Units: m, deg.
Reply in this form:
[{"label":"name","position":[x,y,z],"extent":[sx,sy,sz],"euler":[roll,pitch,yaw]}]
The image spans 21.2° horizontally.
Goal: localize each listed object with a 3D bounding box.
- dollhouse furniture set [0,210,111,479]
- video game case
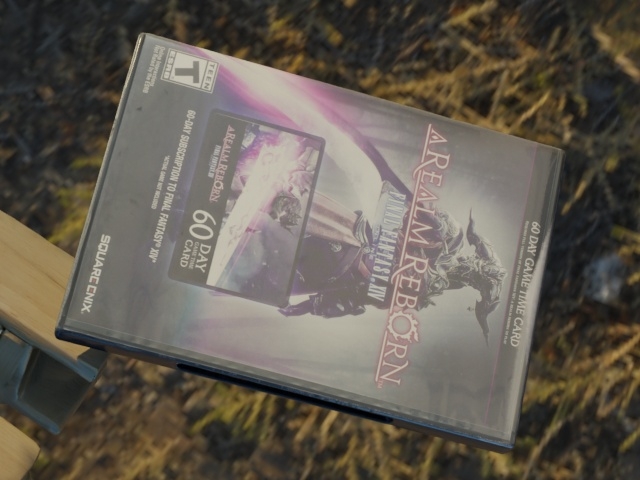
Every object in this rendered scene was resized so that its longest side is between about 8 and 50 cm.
[{"label":"dollhouse furniture set","position":[-0.352,0.186,1.019],"extent":[0.256,0.394,0.362],"euler":[33,131,-3]},{"label":"video game case","position":[0.000,0.000,1.021],"extent":[0.274,0.196,0.026],"euler":[15,159,-5]}]
